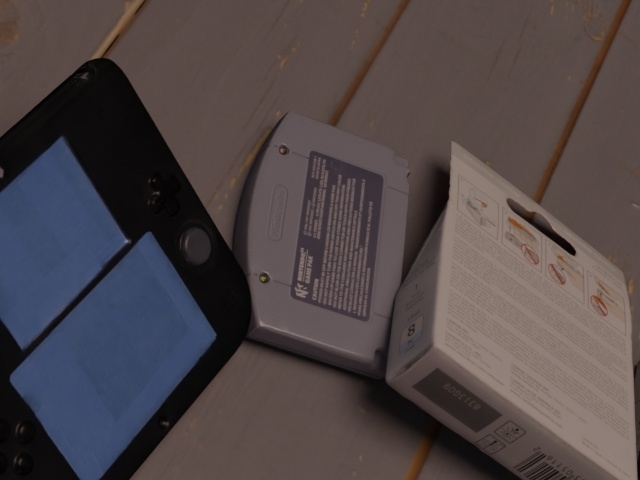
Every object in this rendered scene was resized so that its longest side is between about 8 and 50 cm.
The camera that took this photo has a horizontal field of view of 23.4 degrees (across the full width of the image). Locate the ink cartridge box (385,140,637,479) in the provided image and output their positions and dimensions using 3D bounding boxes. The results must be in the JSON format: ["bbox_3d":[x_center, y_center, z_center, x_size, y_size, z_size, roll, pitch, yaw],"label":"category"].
[{"bbox_3d":[0.229,0.097,1.803,0.308,0.091,0.385,36,34,-19],"label":"ink cartridge box"}]

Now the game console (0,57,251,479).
[{"bbox_3d":[-0.237,0.060,1.490,0.386,0.060,0.342,-50,126,-39],"label":"game console"}]

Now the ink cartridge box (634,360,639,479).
[{"bbox_3d":[0.458,0.277,1.817,0.197,0.114,0.273,30,54,-12],"label":"ink cartridge box"}]

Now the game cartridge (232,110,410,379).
[{"bbox_3d":[0.000,0.000,1.759,0.196,0.060,0.294,22,55,-21],"label":"game cartridge"}]
